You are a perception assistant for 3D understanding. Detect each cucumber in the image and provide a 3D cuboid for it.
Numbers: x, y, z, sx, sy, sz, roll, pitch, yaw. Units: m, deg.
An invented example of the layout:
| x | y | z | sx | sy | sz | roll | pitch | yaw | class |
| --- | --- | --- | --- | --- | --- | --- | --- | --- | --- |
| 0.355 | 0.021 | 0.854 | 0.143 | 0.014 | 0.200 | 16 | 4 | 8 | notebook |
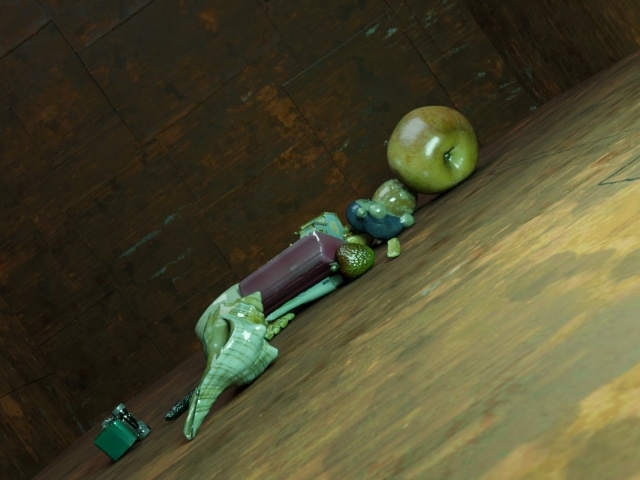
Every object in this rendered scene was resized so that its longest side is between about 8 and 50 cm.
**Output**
| x | y | z | sx | sy | sz | roll | pitch | yaw | class |
| --- | --- | --- | --- | --- | --- | --- | --- | --- | --- |
| -0.373 | 0.448 | 1.296 | 0.032 | 0.032 | 0.133 | -35 | 2 | 40 | cucumber |

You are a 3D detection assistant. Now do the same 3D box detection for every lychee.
| x | y | z | sx | sy | sz | roll | pitch | yaw | class |
| --- | --- | --- | --- | --- | --- | --- | --- | --- | --- |
| 0.095 | 0.062 | 1.446 | 0.146 | 0.114 | 0.114 | -17 | 0 | -1 | lychee |

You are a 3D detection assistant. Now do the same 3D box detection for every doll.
| x | y | z | sx | sy | sz | roll | pitch | yaw | class |
| --- | --- | --- | --- | --- | --- | --- | --- | --- | --- |
| 0.212 | -0.088 | 1.846 | 0.258 | 0.228 | 0.154 | 45 | 119 | 57 | doll |

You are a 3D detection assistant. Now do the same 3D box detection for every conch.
| x | y | z | sx | sy | sz | roll | pitch | yaw | class |
| --- | --- | --- | --- | --- | --- | --- | --- | --- | --- |
| -0.180 | 0.250 | 1.048 | 0.386 | 0.169 | 0.203 | -93 | 23 | -49 | conch |

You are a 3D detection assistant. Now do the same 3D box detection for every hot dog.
| x | y | z | sx | sy | sz | roll | pitch | yaw | class |
| --- | --- | --- | --- | --- | --- | --- | --- | --- | --- |
| 0.210 | 0.028 | 1.346 | 0.030 | 0.034 | 0.090 | -25 | 24 | 22 | hot dog |

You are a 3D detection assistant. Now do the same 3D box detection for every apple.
| x | y | z | sx | sy | sz | roll | pitch | yaw | class |
| --- | --- | --- | --- | --- | --- | --- | --- | --- | --- |
| 0.483 | -0.382 | 2.039 | 0.391 | 0.391 | 0.346 | -36 | 33 | -5 | apple |

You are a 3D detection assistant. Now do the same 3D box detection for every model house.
| x | y | z | sx | sy | sz | roll | pitch | yaw | class |
| --- | --- | --- | --- | --- | --- | --- | --- | --- | --- |
| 0.000 | 0.000 | 1.806 | 0.178 | 0.271 | 0.207 | -30 | 42 | 32 | model house |

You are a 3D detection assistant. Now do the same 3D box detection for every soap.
| x | y | z | sx | sy | sz | roll | pitch | yaw | class |
| --- | --- | --- | --- | --- | --- | --- | --- | --- | --- |
| -0.074 | 0.127 | 1.621 | 0.359 | 0.128 | 0.233 | -35 | -27 | 22 | soap |

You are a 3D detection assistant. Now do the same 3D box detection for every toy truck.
| x | y | z | sx | sy | sz | roll | pitch | yaw | class |
| --- | --- | --- | --- | --- | --- | --- | --- | --- | --- |
| -0.575 | 0.547 | 1.363 | 0.124 | 0.114 | 0.253 | -49 | 7 | -29 | toy truck |

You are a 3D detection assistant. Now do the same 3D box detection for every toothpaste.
| x | y | z | sx | sy | sz | roll | pitch | yaw | class |
| --- | --- | --- | --- | --- | --- | --- | --- | --- | --- |
| -0.057 | 0.193 | 1.555 | 0.296 | 0.048 | 0.075 | -30 | -3 | 7 | toothpaste |

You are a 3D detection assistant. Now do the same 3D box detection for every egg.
| x | y | z | sx | sy | sz | roll | pitch | yaw | class |
| --- | --- | --- | --- | --- | --- | --- | --- | --- | --- |
| 0.345 | -0.187 | 2.222 | 0.245 | 0.203 | 0.203 | -31 | -1 | -22 | egg |

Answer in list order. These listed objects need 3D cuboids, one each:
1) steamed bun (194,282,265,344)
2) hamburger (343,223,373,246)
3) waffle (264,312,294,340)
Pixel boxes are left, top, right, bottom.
| x | y | z | sx | sy | sz | roll | pitch | yaw | class |
| --- | --- | --- | --- | --- | --- | --- | --- | --- | --- |
| -0.306 | 0.298 | 1.730 | 0.283 | 0.177 | 0.283 | -47 | -10 | -11 | steamed bun |
| 0.104 | 0.026 | 2.036 | 0.283 | 0.145 | 0.259 | -40 | -10 | 3 | hamburger |
| -0.170 | 0.296 | 1.539 | 0.169 | 0.036 | 0.183 | -33 | 3 | 35 | waffle |
